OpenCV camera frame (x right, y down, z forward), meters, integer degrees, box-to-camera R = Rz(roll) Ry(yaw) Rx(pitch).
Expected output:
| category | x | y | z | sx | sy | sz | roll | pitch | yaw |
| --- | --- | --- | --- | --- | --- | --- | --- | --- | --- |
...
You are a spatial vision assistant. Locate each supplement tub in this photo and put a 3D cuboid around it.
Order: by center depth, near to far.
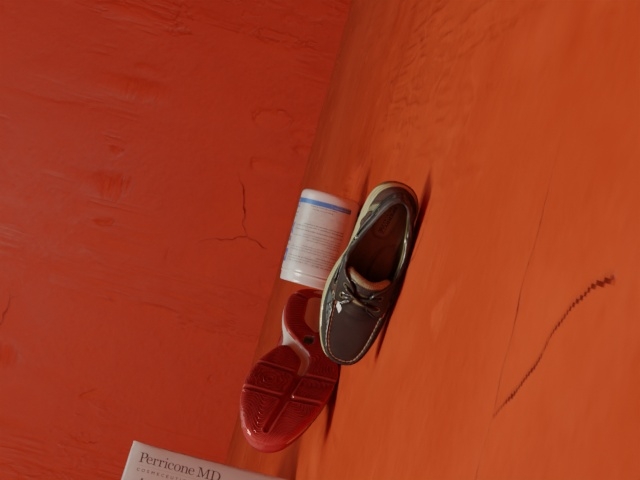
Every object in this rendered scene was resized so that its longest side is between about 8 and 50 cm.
| category | x | y | z | sx | sy | sz | roll | pitch | yaw |
| --- | --- | --- | --- | --- | --- | --- | --- | --- | --- |
| supplement tub | 0.000 | 0.000 | 1.559 | 0.071 | 0.071 | 0.107 | 171 | 115 | -86 |

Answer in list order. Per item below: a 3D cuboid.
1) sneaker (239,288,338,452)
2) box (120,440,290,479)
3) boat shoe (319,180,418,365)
| category | x | y | z | sx | sy | sz | roll | pitch | yaw |
| --- | --- | --- | --- | --- | --- | --- | --- | --- | --- |
| sneaker | -0.025 | 0.160 | 1.371 | 0.221 | 0.087 | 0.128 | -60 | -17 | -51 |
| box | -0.142 | 0.321 | 1.514 | 0.182 | 0.181 | 0.119 | 112 | 172 | -61 |
| boat shoe | 0.034 | 0.028 | 1.060 | 0.049 | 0.056 | 0.152 | -68 | -6 | -78 |
